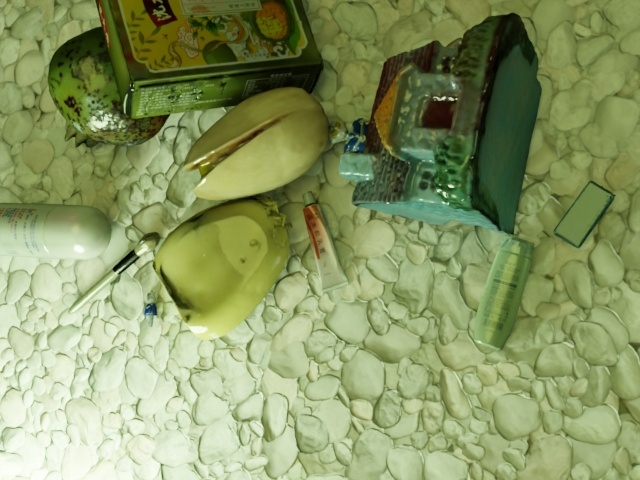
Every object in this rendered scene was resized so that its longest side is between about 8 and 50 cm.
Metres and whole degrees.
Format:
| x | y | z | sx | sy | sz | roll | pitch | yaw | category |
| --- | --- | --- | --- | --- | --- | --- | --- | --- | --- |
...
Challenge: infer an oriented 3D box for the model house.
| x | y | z | sx | sy | sz | roll | pitch | yaw | category |
| --- | --- | --- | --- | --- | --- | --- | --- | --- | --- |
| 0.200 | -0.225 | 1.426 | 0.339 | 0.297 | 0.360 | 9 | 84 | 33 | model house |

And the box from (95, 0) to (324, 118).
| x | y | z | sx | sy | sz | roll | pitch | yaw | category |
| --- | --- | --- | --- | --- | --- | --- | --- | --- | --- |
| -0.242 | -0.468 | 1.588 | 0.420 | 0.138 | 0.372 | -11 | 73 | -22 | box |

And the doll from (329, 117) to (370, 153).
| x | y | z | sx | sy | sz | roll | pitch | yaw | category |
| --- | --- | --- | --- | --- | --- | --- | --- | --- | --- |
| 0.095 | -0.204 | 1.576 | 0.227 | 0.057 | 0.114 | 17 | 91 | 19 | doll |

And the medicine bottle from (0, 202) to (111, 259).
| x | y | z | sx | sy | sz | roll | pitch | yaw | category |
| --- | --- | --- | --- | --- | --- | --- | --- | --- | --- |
| -0.648 | -0.023 | 1.776 | 0.341 | 0.130 | 0.130 | 2 | 81 | 21 | medicine bottle |

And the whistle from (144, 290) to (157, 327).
| x | y | z | sx | sy | sz | roll | pitch | yaw | category |
| --- | --- | --- | --- | --- | --- | --- | --- | --- | --- |
| -0.382 | 0.154 | 1.704 | 0.033 | 0.029 | 0.083 | -25 | 62 | 53 | whistle |

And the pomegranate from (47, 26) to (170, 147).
| x | y | z | sx | sy | sz | roll | pitch | yaw | category |
| --- | --- | --- | --- | --- | --- | --- | --- | --- | --- |
| -0.481 | -0.321 | 1.723 | 0.341 | 0.285 | 0.284 | -37 | 66 | 46 | pomegranate |

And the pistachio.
| x | y | z | sx | sy | sz | roll | pitch | yaw | category |
| --- | --- | --- | --- | --- | --- | --- | --- | --- | --- |
| -0.133 | -0.192 | 1.564 | 0.318 | 0.214 | 0.193 | -30 | 84 | -1 | pistachio |

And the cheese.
| x | y | z | sx | sy | sz | roll | pitch | yaw | category |
| --- | --- | --- | --- | --- | --- | --- | --- | --- | --- |
| -0.196 | 0.033 | 1.609 | 0.316 | 0.128 | 0.259 | -43 | 76 | 15 | cheese |

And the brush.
| x | y | z | sx | sy | sz | roll | pitch | yaw | category |
| --- | --- | --- | --- | --- | --- | --- | --- | --- | --- |
| -0.481 | 0.078 | 1.746 | 0.299 | 0.042 | 0.039 | -39 | 109 | 11 | brush |

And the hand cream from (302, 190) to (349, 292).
| x | y | z | sx | sy | sz | roll | pitch | yaw | category |
| --- | --- | --- | --- | --- | --- | --- | --- | --- | --- |
| 0.000 | 0.000 | 1.590 | 0.052 | 0.038 | 0.216 | -28 | 74 | 42 | hand cream |

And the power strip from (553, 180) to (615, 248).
| x | y | z | sx | sy | sz | roll | pitch | yaw | category |
| --- | --- | --- | --- | --- | --- | --- | --- | --- | --- |
| 0.493 | -0.049 | 1.414 | 0.056 | 0.032 | 0.123 | 36 | 93 | 21 | power strip |

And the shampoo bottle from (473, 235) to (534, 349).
| x | y | z | sx | sy | sz | roll | pitch | yaw | category |
| --- | --- | --- | --- | --- | --- | --- | --- | --- | --- |
| 0.346 | 0.098 | 1.433 | 0.072 | 0.049 | 0.212 | 19 | 88 | 23 | shampoo bottle |
